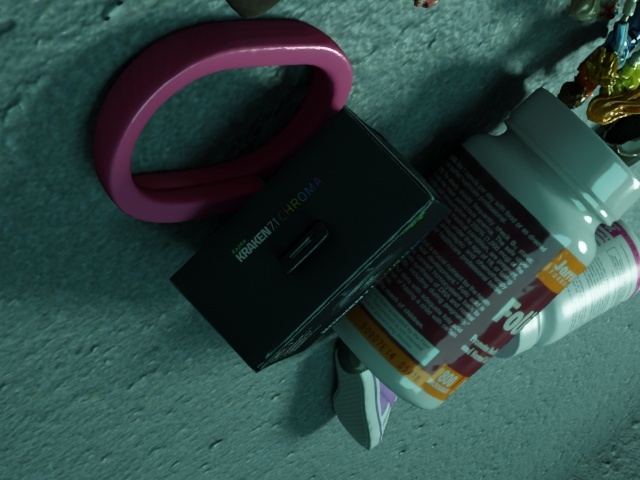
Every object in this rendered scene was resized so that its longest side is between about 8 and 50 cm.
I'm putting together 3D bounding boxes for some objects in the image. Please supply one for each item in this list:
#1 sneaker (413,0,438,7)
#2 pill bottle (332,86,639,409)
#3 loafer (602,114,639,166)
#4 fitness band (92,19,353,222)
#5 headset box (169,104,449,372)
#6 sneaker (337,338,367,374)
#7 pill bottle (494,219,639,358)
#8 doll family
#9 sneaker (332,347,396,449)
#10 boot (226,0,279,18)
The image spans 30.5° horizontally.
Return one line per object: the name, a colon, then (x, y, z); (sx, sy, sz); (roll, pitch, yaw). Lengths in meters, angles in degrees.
sneaker: (0.143, -0.280, 1.129); (0.145, 0.090, 0.270); (-46, 150, 13)
pill bottle: (0.204, 0.009, 1.495); (0.392, 0.224, 0.224); (-45, 153, 9)
loafer: (0.507, -0.195, 1.747); (0.220, 0.080, 0.078); (-46, 154, 11)
fitness band: (-0.089, -0.112, 1.118); (0.291, 0.054, 0.209); (-14, 143, -45)
headset box: (0.000, 0.000, 1.230); (0.246, 0.131, 0.283); (-44, 173, 6)
sneaker: (0.122, 0.103, 1.665); (0.234, 0.078, 0.106); (-37, -176, -15)
pill bottle: (0.374, 0.072, 1.891); (0.283, 0.160, 0.160); (-25, 150, -29)
doll family: (0.366, -0.233, 1.419); (0.163, 0.118, 0.263); (-49, 155, -20)
sneaker: (0.108, 0.218, 1.836); (0.161, 0.102, 0.282); (-33, 153, -22)
boot: (-0.028, -0.293, 0.919); (0.248, 0.090, 0.207); (-48, 165, 11)
